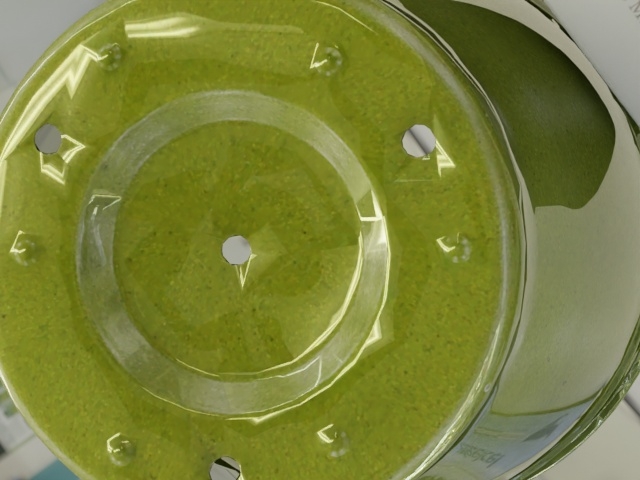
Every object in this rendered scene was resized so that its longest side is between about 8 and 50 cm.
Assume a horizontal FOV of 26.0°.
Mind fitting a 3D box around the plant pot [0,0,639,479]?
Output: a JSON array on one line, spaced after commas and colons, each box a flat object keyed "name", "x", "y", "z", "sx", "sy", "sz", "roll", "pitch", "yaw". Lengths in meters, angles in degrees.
[{"name": "plant pot", "x": 0.000, "y": 0.000, "z": 0.728, "sx": 0.366, "sy": 0.366, "sz": 0.353, "roll": 51, "pitch": -168, "yaw": 7}]

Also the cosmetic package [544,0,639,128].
[{"name": "cosmetic package", "x": 0.302, "y": -0.251, "z": 0.656, "sx": 0.453, "sy": 0.161, "sz": 0.230, "roll": -34, "pitch": 105, "yaw": 23}]
